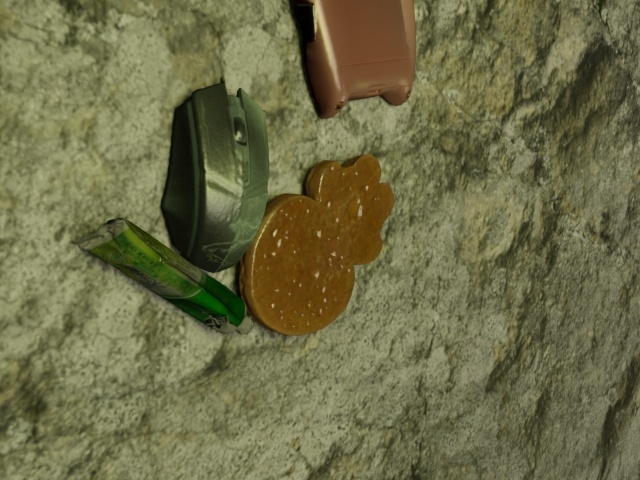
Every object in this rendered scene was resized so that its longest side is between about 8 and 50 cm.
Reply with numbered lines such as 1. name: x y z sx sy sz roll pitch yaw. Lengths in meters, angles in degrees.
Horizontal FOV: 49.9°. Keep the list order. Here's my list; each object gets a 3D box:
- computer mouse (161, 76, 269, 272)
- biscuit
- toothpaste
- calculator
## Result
1. computer mouse: -0.109 -0.076 0.808 0.126 0.071 0.231 8 90 -43
2. biscuit: -0.001 0.000 0.939 0.288 0.044 0.202 -54 128 -26
3. toothpaste: -0.162 0.049 0.785 0.248 0.078 0.046 42 37 -41
4. calculator: 0.050 -0.341 0.939 0.220 0.048 0.329 -19 106 -38
